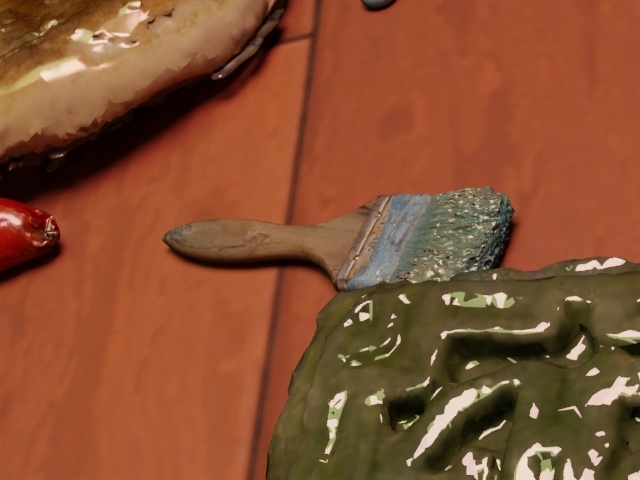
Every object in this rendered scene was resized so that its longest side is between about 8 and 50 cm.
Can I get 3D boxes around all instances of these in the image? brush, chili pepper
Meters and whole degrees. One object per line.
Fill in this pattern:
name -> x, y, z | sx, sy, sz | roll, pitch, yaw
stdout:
brush -> 0.000, 0.000, 0.886 | 0.196, 0.021, 0.070 | 2, 48, 32
chili pepper -> -0.220, -0.001, 0.993 | 0.168, 0.065, 0.088 | -1, 22, 20

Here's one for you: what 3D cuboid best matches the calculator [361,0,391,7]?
calculator -> 0.063, -0.190, 1.045 | 0.094, 0.019, 0.141 | -11, 44, 25

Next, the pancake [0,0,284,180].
pancake -> -0.183, -0.168, 1.107 | 0.382, 0.071, 0.382 | -12, 41, 10

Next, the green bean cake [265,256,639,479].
green bean cake -> 0.090, 0.132, 0.623 | 0.241, 0.132, 0.255 | 0, 48, 25
